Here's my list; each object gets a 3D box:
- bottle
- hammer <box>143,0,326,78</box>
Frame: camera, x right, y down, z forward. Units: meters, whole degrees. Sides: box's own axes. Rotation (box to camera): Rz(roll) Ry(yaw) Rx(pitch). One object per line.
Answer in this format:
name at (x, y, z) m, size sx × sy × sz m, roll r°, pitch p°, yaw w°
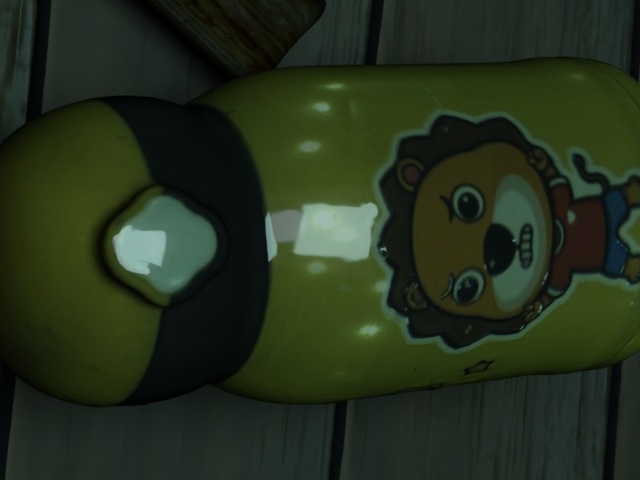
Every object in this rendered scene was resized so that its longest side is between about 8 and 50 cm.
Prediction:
bottle at (0.000, 0.000, 0.850) m, size 0.351 × 0.171 × 0.171 m, roll -6°, pitch 92°, yaw -33°
hammer at (-0.156, -0.209, 0.818) m, size 0.409 × 0.095 × 0.242 m, roll 41°, pitch 67°, yaw -31°
